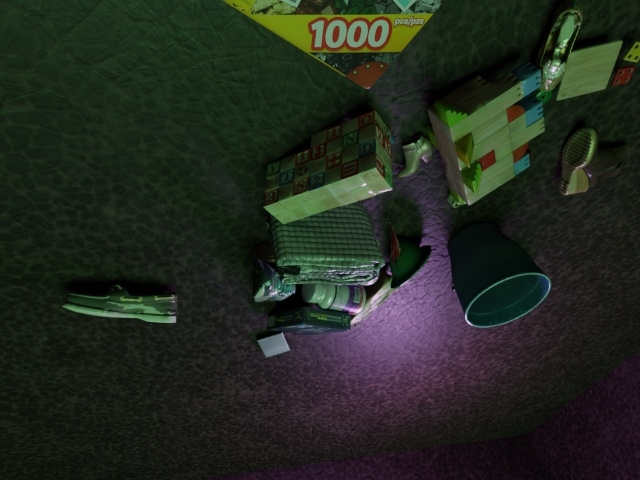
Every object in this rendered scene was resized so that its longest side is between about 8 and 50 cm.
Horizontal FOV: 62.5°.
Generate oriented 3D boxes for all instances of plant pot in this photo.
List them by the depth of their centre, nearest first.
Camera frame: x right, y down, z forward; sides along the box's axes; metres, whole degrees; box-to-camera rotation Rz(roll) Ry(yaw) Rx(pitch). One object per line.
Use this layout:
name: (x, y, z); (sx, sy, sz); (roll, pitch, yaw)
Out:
plant pot: (0.532, 0.092, 1.662); (0.272, 0.255, 0.271); (-11, 141, -9)

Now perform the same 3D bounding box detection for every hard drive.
hard drive: (-0.170, 0.370, 1.901); (0.094, 0.022, 0.135); (-17, 140, -2)

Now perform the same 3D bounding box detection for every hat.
hat: (0.224, 0.021, 1.630); (0.183, 0.173, 0.208); (41, 127, -7)

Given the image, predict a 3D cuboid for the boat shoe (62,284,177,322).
boat shoe: (-0.552, 0.173, 1.477); (0.305, 0.091, 0.109); (12, 169, -29)

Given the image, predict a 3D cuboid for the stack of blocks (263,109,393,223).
stack of blocks: (0.015, -0.166, 1.233); (0.297, 0.171, 0.087); (-16, 144, 27)

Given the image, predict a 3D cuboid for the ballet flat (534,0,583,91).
ballet flat: (0.528, -0.428, 1.180); (0.073, 0.067, 0.206); (10, 126, 12)

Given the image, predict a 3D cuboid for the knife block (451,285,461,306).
knife block: (0.611, 0.152, 1.914); (0.275, 0.242, 0.088); (-49, 161, -39)

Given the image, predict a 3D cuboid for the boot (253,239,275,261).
boot: (-0.092, 0.062, 1.541); (0.197, 0.073, 0.152); (-7, 145, -7)

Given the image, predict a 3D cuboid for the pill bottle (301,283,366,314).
pill bottle: (0.040, 0.172, 1.685); (0.193, 0.108, 0.108); (15, 130, -33)

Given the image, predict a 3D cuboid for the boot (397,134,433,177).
boot: (0.233, -0.221, 1.363); (0.118, 0.042, 0.087); (-33, 132, 16)

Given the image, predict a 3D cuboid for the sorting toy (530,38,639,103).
sorting toy: (0.645, -0.422, 1.276); (0.275, 0.046, 0.132); (-14, 140, -4)

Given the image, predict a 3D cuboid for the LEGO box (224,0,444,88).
LEGO box: (-0.010, -0.523, 0.796); (0.500, 0.193, 0.372); (19, 128, -36)

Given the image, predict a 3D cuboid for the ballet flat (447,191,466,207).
ballet flat: (0.449, -0.142, 1.520); (0.168, 0.052, 0.057); (-28, 139, 11)

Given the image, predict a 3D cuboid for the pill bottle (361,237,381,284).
pill bottle: (0.140, 0.058, 1.606); (0.087, 0.087, 0.160); (-11, 140, -9)

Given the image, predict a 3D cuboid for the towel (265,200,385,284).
towel: (0.000, 0.000, 1.376); (0.284, 0.235, 0.121); (0, 143, -21)

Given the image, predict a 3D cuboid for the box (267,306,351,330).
box: (-0.040, 0.267, 1.726); (0.183, 0.059, 0.233); (13, 161, -33)

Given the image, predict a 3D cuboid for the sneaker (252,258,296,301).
sneaker: (-0.129, 0.114, 1.492); (0.122, 0.110, 0.283); (2, 170, -4)

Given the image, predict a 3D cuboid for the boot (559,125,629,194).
boot: (0.802, -0.253, 1.525); (0.207, 0.090, 0.248); (-23, 141, -13)

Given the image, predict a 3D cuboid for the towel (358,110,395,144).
towel: (0.129, -0.262, 1.279); (0.067, 0.029, 0.119); (-33, 138, 18)

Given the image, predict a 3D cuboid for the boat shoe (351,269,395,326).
boat shoe: (0.147, 0.216, 1.779); (0.089, 0.104, 0.285); (25, 124, -36)

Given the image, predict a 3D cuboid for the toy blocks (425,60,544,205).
toy blocks: (0.425, -0.268, 1.295); (0.261, 0.190, 0.381); (-33, 139, 0)
